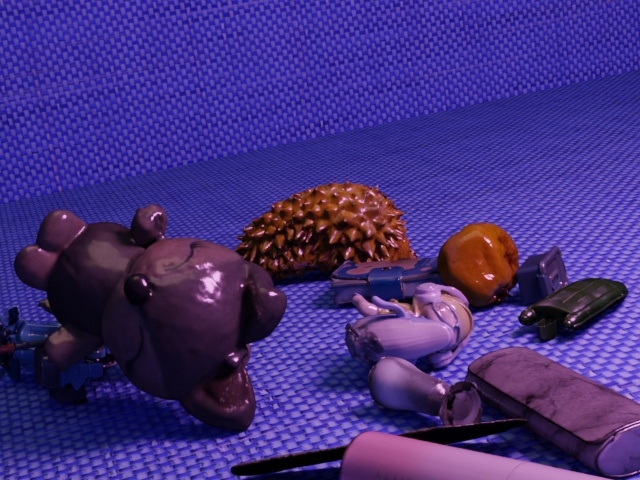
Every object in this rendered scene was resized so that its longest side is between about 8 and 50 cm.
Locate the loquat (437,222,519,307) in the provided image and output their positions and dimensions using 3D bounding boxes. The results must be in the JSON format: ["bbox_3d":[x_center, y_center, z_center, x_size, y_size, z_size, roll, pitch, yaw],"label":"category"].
[{"bbox_3d":[0.252,0.040,1.915,0.137,0.137,0.113,-16,-20,-23],"label":"loquat"}]

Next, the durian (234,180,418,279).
[{"bbox_3d":[-0.001,-0.001,2.184,0.341,0.191,0.112,-7,41,7],"label":"durian"}]

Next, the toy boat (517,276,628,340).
[{"bbox_3d":[0.381,0.093,1.787,0.104,0.052,0.210,1,16,43],"label":"toy boat"}]

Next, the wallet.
[{"bbox_3d":[0.124,0.066,2.040,0.202,0.059,0.141,-3,10,19],"label":"wallet"}]

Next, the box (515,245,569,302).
[{"bbox_3d":[0.347,0.059,1.901,0.054,0.074,0.099,-12,11,30],"label":"box"}]

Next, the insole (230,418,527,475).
[{"bbox_3d":[0.067,0.237,1.399,0.348,0.009,0.119,-11,-19,5],"label":"insole"}]

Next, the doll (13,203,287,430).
[{"bbox_3d":[-0.194,0.090,1.707,0.382,0.252,0.378,27,10,20],"label":"doll"}]

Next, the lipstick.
[{"bbox_3d":[0.167,0.258,1.210,0.326,0.087,0.087,4,19,43],"label":"lipstick"}]

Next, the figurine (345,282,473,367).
[{"bbox_3d":[0.117,0.123,1.698,0.183,0.129,0.208,-15,11,-28],"label":"figurine"}]

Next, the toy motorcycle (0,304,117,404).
[{"bbox_3d":[-0.423,0.171,1.867,0.182,0.124,0.272,-5,10,-26],"label":"toy motorcycle"}]

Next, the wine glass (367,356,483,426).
[{"bbox_3d":[0.129,0.194,1.521,0.072,0.072,0.155,-18,17,-31],"label":"wine glass"}]

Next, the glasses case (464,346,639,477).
[{"bbox_3d":[0.288,0.195,1.429,0.114,0.060,0.299,-15,15,-19],"label":"glasses case"}]
